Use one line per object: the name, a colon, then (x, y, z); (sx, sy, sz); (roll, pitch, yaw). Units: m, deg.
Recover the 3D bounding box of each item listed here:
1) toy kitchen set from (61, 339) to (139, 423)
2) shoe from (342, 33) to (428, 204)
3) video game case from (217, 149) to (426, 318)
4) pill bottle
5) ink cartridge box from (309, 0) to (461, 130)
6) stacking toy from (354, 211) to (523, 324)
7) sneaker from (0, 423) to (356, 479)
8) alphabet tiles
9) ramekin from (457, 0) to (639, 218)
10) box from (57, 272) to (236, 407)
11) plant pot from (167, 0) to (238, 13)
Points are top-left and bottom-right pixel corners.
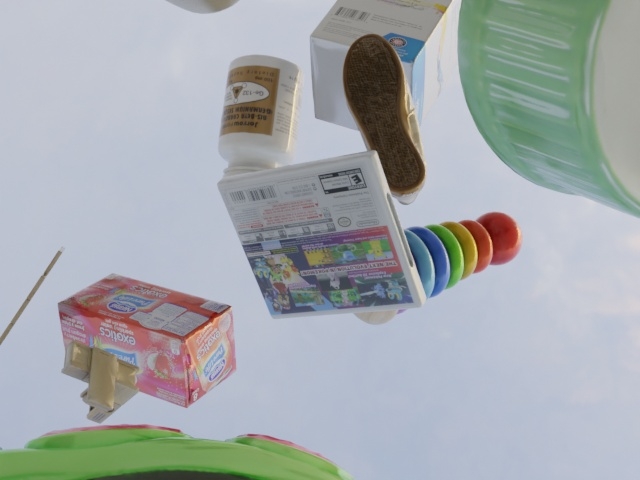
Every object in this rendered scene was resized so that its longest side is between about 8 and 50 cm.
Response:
toy kitchen set: (-0.245, 0.163, 0.966); (0.083, 0.075, 0.068); (30, -146, -32)
shoe: (0.077, -0.143, 1.089); (0.076, 0.058, 0.219); (-16, -111, 10)
video game case: (0.000, 0.000, 1.020); (0.201, 0.184, 0.023); (-7, -156, 31)
pill bottle: (-0.102, -0.180, 1.528); (0.131, 0.131, 0.230); (6, -101, 3)
ink cartridge box: (0.110, -0.303, 1.456); (0.171, 0.168, 0.233); (19, -127, 19)
stacking toy: (0.190, 0.021, 1.443); (0.330, 0.141, 0.141); (-17, -129, -32)
sneaker: (-0.152, 0.180, 0.351); (0.482, 0.185, 0.202); (6, -114, -30)
alphabet tiles: (-0.448, 0.097, 1.396); (0.009, 0.237, 0.198); (34, -97, -12)
ramekin: (0.273, -0.158, 0.706); (0.303, 0.304, 0.148); (-16, -154, -15)
box: (-0.271, 0.151, 1.439); (0.256, 0.123, 0.128); (12, -154, 29)
plant pot: (-0.164, -0.395, 1.101); (0.256, 0.274, 0.257); (-1, -104, 5)
